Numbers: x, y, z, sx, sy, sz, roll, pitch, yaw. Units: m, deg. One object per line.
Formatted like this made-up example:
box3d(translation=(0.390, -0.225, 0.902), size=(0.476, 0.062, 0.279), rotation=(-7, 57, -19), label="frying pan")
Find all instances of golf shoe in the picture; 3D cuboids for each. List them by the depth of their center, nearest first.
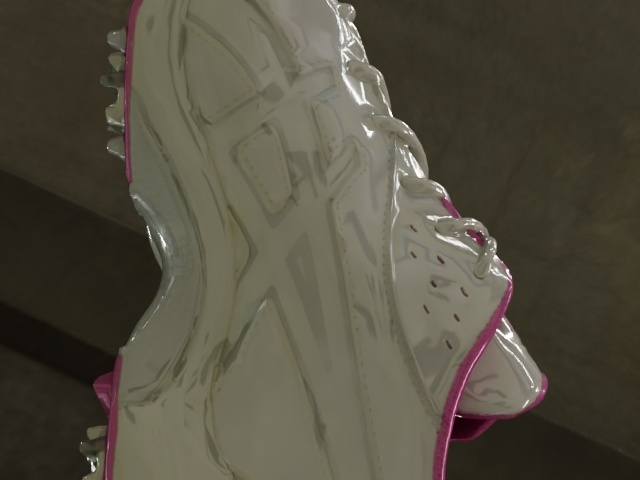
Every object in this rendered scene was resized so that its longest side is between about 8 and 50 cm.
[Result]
box3d(translation=(0.000, 0.000, 0.445), size=(0.140, 0.115, 0.306), rotation=(0, -100, 3), label="golf shoe")
